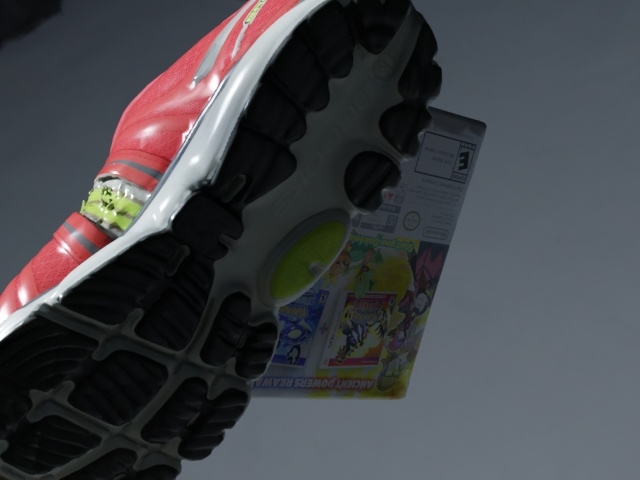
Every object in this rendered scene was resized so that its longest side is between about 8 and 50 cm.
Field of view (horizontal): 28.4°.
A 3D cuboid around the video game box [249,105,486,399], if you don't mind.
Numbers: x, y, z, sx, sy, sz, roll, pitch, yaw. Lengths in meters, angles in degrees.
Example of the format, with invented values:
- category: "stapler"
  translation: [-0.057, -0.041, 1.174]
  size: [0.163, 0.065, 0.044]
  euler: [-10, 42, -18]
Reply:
- category: "video game box"
  translation: [0.000, 0.000, 0.738]
  size: [0.048, 0.205, 0.187]
  euler: [19, 97, 41]

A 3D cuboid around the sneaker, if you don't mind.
- category: "sneaker"
  translation: [-0.063, -0.001, 0.534]
  size: [0.279, 0.107, 0.118]
  euler: [-47, 33, 1]
